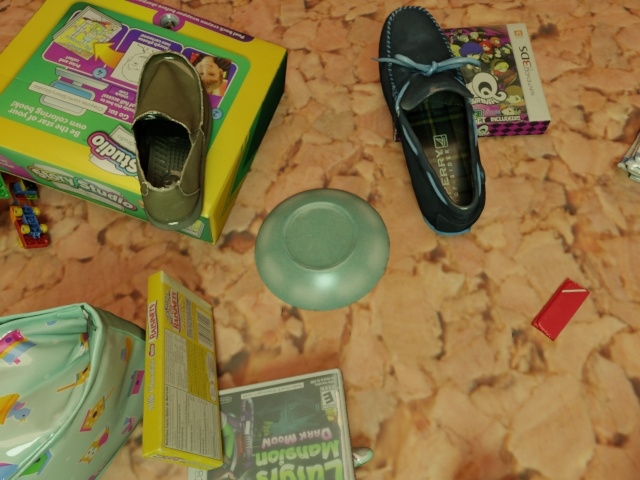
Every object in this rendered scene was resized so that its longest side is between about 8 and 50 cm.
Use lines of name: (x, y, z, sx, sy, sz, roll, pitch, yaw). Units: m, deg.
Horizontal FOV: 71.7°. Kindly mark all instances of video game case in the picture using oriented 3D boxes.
video game case: (0.229, -0.259, 0.718, 0.232, 0.042, 0.210, -1, 64, 5)
video game case: (-0.058, 0.242, 0.481, 0.190, 0.022, 0.173, -14, 58, 12)

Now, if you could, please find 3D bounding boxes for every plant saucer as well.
plant saucer: (0.000, 0.000, 0.617, 0.194, 0.037, 0.195, -2, 65, 4)

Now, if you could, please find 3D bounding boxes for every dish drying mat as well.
dish drying mat: (0.305, 0.086, 0.561, 0.032, 0.008, 0.083, 40, 73, 20)

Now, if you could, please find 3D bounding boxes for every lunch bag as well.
lunch bag: (-0.287, 0.180, 0.450, 0.160, 0.223, 0.262, 38, 72, 14)

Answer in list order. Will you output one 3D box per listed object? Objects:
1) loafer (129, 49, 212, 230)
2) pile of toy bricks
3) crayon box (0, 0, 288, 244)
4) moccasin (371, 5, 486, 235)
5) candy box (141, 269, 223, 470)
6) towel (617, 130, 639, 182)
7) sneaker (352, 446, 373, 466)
loafer: (-0.182, -0.141, 0.548, 0.094, 0.087, 0.251, -6, 70, -12)
pile of toy bricks: (-0.506, -0.059, 0.670, 0.105, 0.118, 0.212, -39, 73, 29)
crayon box: (-0.271, -0.203, 0.665, 0.362, 0.106, 0.313, 19, 67, 0)
moccasin: (0.167, -0.182, 0.604, 0.137, 0.117, 0.342, -17, 79, 2)
candy box: (-0.155, 0.142, 0.501, 0.027, 0.105, 0.206, -25, 50, 12)
towel: (0.589, -0.153, 0.639, 0.209, 0.034, 0.285, 34, 71, 19)
sneaker: (0.007, 0.226, 0.503, 0.098, 0.038, 0.069, -12, 64, -1)
